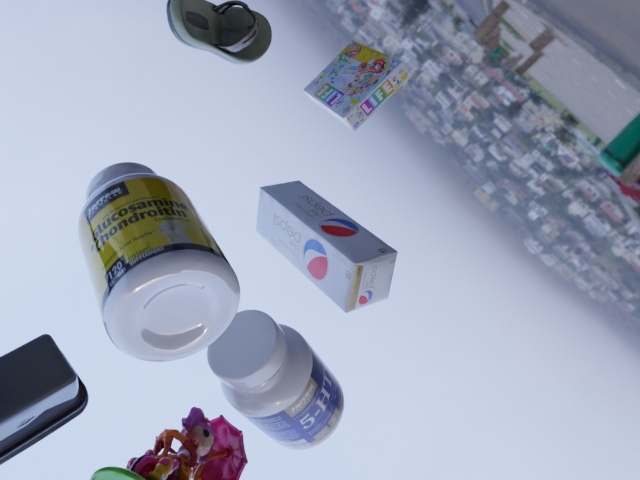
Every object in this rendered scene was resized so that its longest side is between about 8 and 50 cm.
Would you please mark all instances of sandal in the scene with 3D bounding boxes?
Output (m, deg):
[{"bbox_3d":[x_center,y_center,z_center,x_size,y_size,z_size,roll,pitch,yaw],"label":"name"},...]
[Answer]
[{"bbox_3d":[-0.177,-0.421,1.136,0.303,0.086,0.120,-25,-77,-61],"label":"sandal"}]

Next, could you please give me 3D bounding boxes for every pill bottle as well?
[{"bbox_3d":[-0.145,0.007,0.484,0.103,0.103,0.184,21,-161,-41],"label":"pill bottle"},{"bbox_3d":[-0.051,0.163,0.672,0.186,0.112,0.112,59,-174,-48],"label":"pill bottle"}]

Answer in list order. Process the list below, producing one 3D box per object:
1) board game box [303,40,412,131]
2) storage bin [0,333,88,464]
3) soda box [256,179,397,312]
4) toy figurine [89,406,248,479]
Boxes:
[{"bbox_3d":[0.045,-0.215,0.786,0.026,0.103,0.154,43,-175,-35],"label":"board game box"},{"bbox_3d":[-0.294,0.142,0.536,0.135,0.091,0.098,-30,-102,-36],"label":"storage bin"},{"bbox_3d":[0.000,0.000,0.743,0.069,0.073,0.216,-15,-143,-34],"label":"soda box"},{"bbox_3d":[-0.140,0.237,0.588,0.159,0.130,0.173,-60,-42,-59],"label":"toy figurine"}]
